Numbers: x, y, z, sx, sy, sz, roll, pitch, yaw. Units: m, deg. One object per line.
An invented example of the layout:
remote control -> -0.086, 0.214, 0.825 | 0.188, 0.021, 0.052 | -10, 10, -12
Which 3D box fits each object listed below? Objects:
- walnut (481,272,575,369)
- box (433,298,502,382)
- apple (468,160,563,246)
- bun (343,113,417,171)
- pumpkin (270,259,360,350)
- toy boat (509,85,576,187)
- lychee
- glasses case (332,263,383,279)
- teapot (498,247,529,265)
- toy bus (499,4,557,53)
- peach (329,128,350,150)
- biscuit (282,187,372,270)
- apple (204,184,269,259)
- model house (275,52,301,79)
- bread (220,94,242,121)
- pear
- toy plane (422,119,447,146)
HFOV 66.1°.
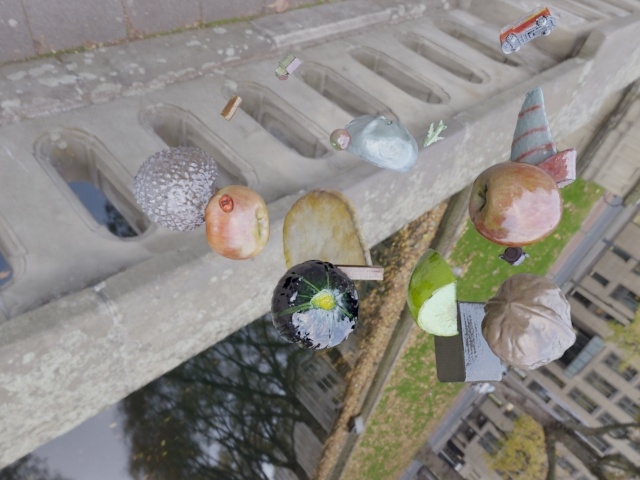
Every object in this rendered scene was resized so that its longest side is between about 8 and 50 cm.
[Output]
walnut -> 0.570, 0.225, 1.357 | 0.273, 0.227, 0.273 | -17, 133, -19
box -> 0.494, 0.346, 1.682 | 0.143, 0.273, 0.184 | 5, 162, -16
apple -> 0.425, -0.079, 1.074 | 0.174, 0.188, 0.188 | 5, 133, -10
bun -> 0.252, -0.406, 2.010 | 0.354, 0.354, 0.194 | -2, 116, -55
pumpkin -> -0.023, 0.214, 1.597 | 0.296, 0.296, 0.295 | -35, 150, -24
toy boat -> 0.575, -0.264, 1.320 | 0.096, 0.282, 0.206 | -5, 170, -25
lychee -> -0.471, -0.175, 1.641 | 0.300, 0.300, 0.300 | -35, 150, -24
glasses case -> 0.112, 0.115, 1.768 | 0.075, 0.218, 0.049 | -139, -129, -86
teapot -> 0.652, 0.053, 1.661 | 0.045, 0.100, 0.067 | 38, 58, -36
toy bus -> 0.672, -0.693, 1.613 | 0.174, 0.077, 0.079 | -23, 159, 31
peach -> 0.075, -0.376, 1.826 | 0.083, 0.083, 0.083 | -35, 150, -24
biscuit -> 0.001, 0.000, 2.094 | 0.429, 0.446, 0.104 | -30, 158, 37
apple -> -0.234, -0.052, 1.364 | 0.209, 0.164, 0.209 | 0, 90, -75
model house -> -0.113, -0.594, 1.697 | 0.083, 0.058, 0.057 | -49, 171, -8
bread -> -0.278, -0.416, 1.543 | 0.036, 0.047, 0.083 | 34, 88, -39
pear -> 0.329, 0.144, 1.533 | 0.139, 0.239, 0.288 | -12, 135, 5
toy plane -> 0.410, -0.384, 1.781 | 0.111, 0.040, 0.102 | -44, 135, 11
